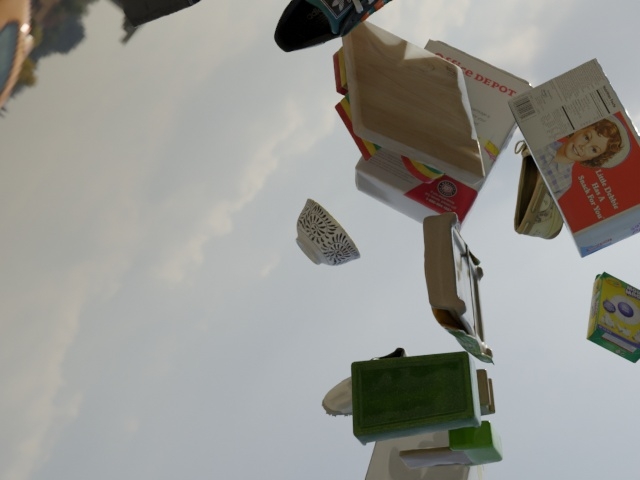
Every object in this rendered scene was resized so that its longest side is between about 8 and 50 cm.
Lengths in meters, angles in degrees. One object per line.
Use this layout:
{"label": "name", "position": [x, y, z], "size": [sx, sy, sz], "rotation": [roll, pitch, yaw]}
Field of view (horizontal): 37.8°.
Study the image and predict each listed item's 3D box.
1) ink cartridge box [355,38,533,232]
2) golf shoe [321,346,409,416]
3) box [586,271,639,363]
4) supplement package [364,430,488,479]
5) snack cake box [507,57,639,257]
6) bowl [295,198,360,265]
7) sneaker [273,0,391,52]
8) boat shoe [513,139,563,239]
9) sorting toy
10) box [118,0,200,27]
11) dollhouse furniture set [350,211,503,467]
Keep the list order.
{"label": "ink cartridge box", "position": [0.232, -0.190, 1.771], "size": [0.306, 0.226, 0.131], "rotation": [-59, 169, -14]}
{"label": "golf shoe", "position": [0.077, 0.235, 1.606], "size": [0.176, 0.086, 0.069], "rotation": [-25, -135, -19]}
{"label": "box", "position": [0.557, 0.133, 1.742], "size": [0.043, 0.105, 0.179], "rotation": [-61, -177, 42]}
{"label": "supplement package", "position": [0.205, 0.482, 1.842], "size": [0.204, 0.145, 0.262], "rotation": [1, -135, 23]}
{"label": "snack cake box", "position": [0.408, -0.127, 1.419], "size": [0.152, 0.089, 0.264], "rotation": [-25, -120, 13]}
{"label": "bowl", "position": [0.000, 0.000, 1.981], "size": [0.080, 0.170, 0.170], "rotation": [-42, -160, -10]}
{"label": "sneaker", "position": [0.053, -0.359, 1.332], "size": [0.302, 0.108, 0.121], "rotation": [-33, -165, 36]}
{"label": "boat shoe", "position": [0.446, -0.147, 1.905], "size": [0.104, 0.089, 0.285], "rotation": [152, -57, -69]}
{"label": "sorting toy", "position": [0.133, -0.218, 1.569], "size": [0.089, 0.257, 0.256], "rotation": [-41, -138, 40]}
{"label": "box", "position": [-0.189, -0.575, 1.484], "size": [0.395, 0.294, 0.212], "rotation": [-42, -155, -28]}
{"label": "dollhouse furniture set", "position": [0.139, 0.136, 1.255], "size": [0.151, 0.197, 0.302], "rotation": [-11, -121, 17]}
